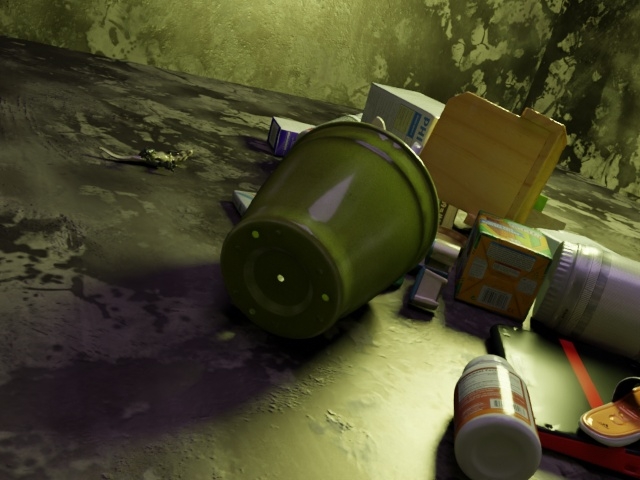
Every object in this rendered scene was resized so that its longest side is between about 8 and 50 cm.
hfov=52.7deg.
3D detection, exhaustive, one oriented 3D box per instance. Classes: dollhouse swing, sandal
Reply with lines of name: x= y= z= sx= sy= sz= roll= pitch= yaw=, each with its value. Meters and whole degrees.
dollhouse swing: x=0.475 y=-0.212 z=1.843 sx=0.305 sy=0.346 sz=0.315 roll=29 pitch=8 yaw=21
sandal: x=0.541 y=0.279 z=1.091 sx=0.265 sy=0.076 sz=0.102 roll=-5 pitch=27 yaw=-39

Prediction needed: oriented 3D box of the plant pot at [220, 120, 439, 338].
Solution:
plant pot: x=0.000 y=0.000 z=1.227 sx=0.366 sy=0.366 sz=0.353 roll=23 pitch=34 yaw=15

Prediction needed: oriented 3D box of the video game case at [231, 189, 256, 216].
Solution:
video game case: x=-0.038 y=-0.042 z=1.673 sx=0.329 sy=0.036 sz=0.300 roll=6 pitch=23 yaw=-26

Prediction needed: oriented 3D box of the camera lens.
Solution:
camera lens: x=0.655 y=0.139 z=1.482 sx=0.274 sy=0.219 sz=0.219 roll=22 pitch=21 yaw=13

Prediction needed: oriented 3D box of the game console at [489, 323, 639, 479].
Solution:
game console: x=0.501 y=0.298 z=1.212 sx=0.342 sy=0.060 sz=0.386 roll=14 pitch=20 yaw=2

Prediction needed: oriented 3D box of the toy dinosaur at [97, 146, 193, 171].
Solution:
toy dinosaur: x=-0.467 y=-0.231 z=1.793 sx=0.268 sy=0.064 sz=0.118 roll=0 pitch=12 yaw=-36

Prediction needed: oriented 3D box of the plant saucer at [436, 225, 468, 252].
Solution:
plant saucer: x=0.358 y=-0.004 z=1.893 sx=0.168 sy=0.029 sz=0.168 roll=14 pitch=22 yaw=-6

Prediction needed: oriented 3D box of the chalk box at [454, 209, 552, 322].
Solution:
chalk box: x=0.451 y=0.047 z=1.620 sx=0.180 sy=0.179 sz=0.289 roll=20 pitch=21 yaw=6

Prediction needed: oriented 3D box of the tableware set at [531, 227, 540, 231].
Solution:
tableware set: x=0.538 y=0.014 z=1.790 sx=0.024 sy=0.154 sz=0.104 roll=57 pitch=10 yaw=6

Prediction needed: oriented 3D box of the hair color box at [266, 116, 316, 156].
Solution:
hair color box: x=-0.014 y=-0.355 z=2.394 sx=0.339 sy=0.110 sz=0.185 roll=8 pitch=22 yaw=-17

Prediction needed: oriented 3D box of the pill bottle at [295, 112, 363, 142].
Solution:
pill bottle: x=0.068 y=-0.336 z=2.212 sx=0.283 sy=0.161 sz=0.161 roll=-26 pitch=42 yaw=-31

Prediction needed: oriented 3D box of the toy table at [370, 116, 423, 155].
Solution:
toy table: x=0.143 y=-0.194 z=1.807 sx=0.161 sy=0.274 sz=0.252 roll=37 pitch=6 yaw=2

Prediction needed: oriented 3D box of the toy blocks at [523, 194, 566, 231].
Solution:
toy blocks: x=0.590 y=-0.091 z=2.086 sx=0.381 sy=0.190 sz=0.261 roll=22 pitch=9 yaw=-15

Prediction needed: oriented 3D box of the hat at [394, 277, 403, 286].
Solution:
hat: x=0.070 y=0.050 z=1.540 sx=0.208 sy=0.184 sz=0.173 roll=62 pitch=21 yaw=-1

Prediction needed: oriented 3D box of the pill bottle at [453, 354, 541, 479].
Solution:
pill bottle: x=0.267 y=0.267 z=0.999 sx=0.121 sy=0.121 sz=0.216 roll=19 pitch=20 yaw=5

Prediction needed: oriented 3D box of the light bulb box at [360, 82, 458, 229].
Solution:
light bulb box: x=0.285 y=-0.266 z=2.039 sx=0.225 sy=0.358 sz=0.361 roll=2 pitch=26 yaw=-31

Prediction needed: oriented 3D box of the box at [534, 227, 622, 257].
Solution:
box: x=0.743 y=0.074 z=1.823 sx=0.262 sy=0.126 sz=0.231 roll=6 pitch=21 yaw=-37

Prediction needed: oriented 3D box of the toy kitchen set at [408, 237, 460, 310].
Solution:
toy kitchen set: x=0.236 y=0.087 z=1.522 sx=0.122 sy=0.166 sz=0.207 roll=21 pitch=-16 yaw=11
